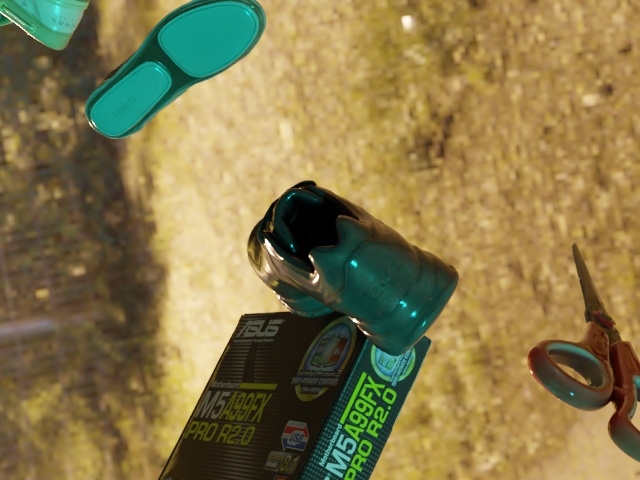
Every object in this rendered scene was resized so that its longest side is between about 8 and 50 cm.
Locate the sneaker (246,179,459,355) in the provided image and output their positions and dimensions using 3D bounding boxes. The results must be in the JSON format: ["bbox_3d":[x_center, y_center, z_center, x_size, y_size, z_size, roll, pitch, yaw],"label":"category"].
[{"bbox_3d":[0.000,0.000,1.305,0.130,0.109,0.286,39,169,-24],"label":"sneaker"}]

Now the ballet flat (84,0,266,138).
[{"bbox_3d":[-0.131,-0.170,1.458,0.072,0.213,0.068,48,-150,-17],"label":"ballet flat"}]

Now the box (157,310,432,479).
[{"bbox_3d":[-0.036,0.166,1.392,0.270,0.060,0.216,-6,55,62],"label":"box"}]

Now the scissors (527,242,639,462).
[{"bbox_3d":[0.195,0.070,1.066,0.021,0.109,0.297,-59,-4,19],"label":"scissors"}]

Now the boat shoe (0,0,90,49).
[{"bbox_3d":[-0.195,-0.153,0.983,0.135,0.050,0.045,29,105,41],"label":"boat shoe"}]
